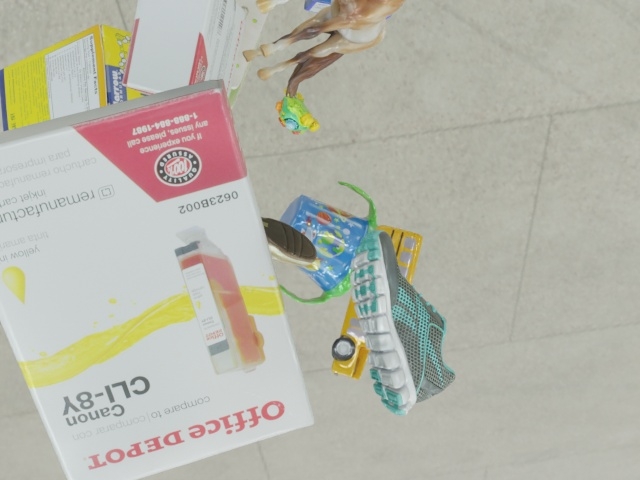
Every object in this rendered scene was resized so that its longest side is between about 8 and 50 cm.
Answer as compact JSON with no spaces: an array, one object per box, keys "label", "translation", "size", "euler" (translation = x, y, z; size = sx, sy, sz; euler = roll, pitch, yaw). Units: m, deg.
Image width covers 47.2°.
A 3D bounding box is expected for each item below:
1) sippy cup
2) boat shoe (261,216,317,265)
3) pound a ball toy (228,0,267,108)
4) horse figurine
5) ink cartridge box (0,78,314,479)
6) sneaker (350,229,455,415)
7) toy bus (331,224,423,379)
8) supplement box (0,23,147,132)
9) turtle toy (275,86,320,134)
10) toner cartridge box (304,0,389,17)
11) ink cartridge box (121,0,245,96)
[{"label":"sippy cup","translation":[0.000,0.000,1.941],"size":[0.224,0.305,0.240],"euler":[29,147,-15]},{"label":"boat shoe","translation":[-0.100,0.001,1.265],"size":[0.190,0.068,0.072],"euler":[28,130,-10]},{"label":"pound a ball toy","translation":[-0.254,-0.443,1.862],"size":[0.136,0.319,0.208],"euler":[21,156,-8]},{"label":"horse figurine","translation":[0.016,-0.212,0.723],"size":[0.175,0.066,0.263],"euler":[-22,-179,-9]},{"label":"ink cartridge box","translation":[-0.188,0.047,0.803],"size":[0.280,0.160,0.384],"euler":[-16,108,-5]},{"label":"sneaker","translation":[0.077,0.069,0.666],"size":[0.076,0.166,0.065],"euler":[-12,-177,-22]},{"label":"toy bus","translation":[0.117,0.139,1.580],"size":[0.130,0.332,0.108],"euler":[15,168,4]},{"label":"supplement box","translation":[-0.514,-0.311,1.612],"size":[0.357,0.194,0.195],"euler":[-9,175,34]},{"label":"turtle toy","translation":[-0.051,-0.260,1.537],"size":[0.066,0.095,0.130],"euler":[-32,166,9]},{"label":"toner cartridge box","translation":[0.073,-0.617,1.436],"size":[0.165,0.075,0.347],"euler":[6,91,-18]},{"label":"ink cartridge box","translation":[-0.220,-0.329,1.235],"size":[0.114,0.273,0.196],"euler":[14,96,4]}]
